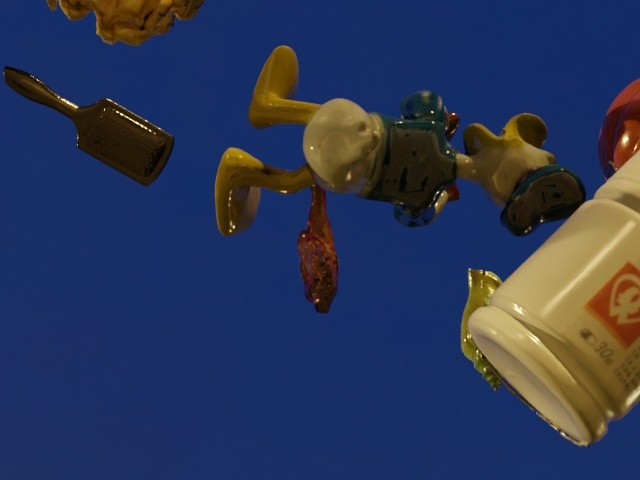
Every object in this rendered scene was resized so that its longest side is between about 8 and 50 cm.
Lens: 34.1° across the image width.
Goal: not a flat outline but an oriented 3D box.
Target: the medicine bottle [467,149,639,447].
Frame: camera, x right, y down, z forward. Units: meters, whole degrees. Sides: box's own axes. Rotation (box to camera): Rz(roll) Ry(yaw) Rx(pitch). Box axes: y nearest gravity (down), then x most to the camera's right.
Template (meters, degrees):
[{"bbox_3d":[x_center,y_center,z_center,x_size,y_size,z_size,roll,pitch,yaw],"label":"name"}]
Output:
[{"bbox_3d":[0.096,0.016,0.334,0.089,0.057,0.057,-44,-62,-8],"label":"medicine bottle"}]

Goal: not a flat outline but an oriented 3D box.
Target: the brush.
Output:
[{"bbox_3d":[-0.248,-0.128,1.100,0.193,0.016,0.063,29,-96,-9],"label":"brush"}]

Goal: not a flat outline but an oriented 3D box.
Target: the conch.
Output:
[{"bbox_3d":[0.273,0.145,1.671,0.095,0.200,0.079,10,-17,-1],"label":"conch"}]

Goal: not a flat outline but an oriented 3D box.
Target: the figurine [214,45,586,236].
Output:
[{"bbox_3d":[0.107,-0.063,1.072,0.338,0.283,0.204,15,-86,26],"label":"figurine"}]

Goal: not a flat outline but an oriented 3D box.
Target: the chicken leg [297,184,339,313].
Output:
[{"bbox_3d":[-0.001,0.004,1.463,0.053,0.205,0.093,-5,-27,-12],"label":"chicken leg"}]

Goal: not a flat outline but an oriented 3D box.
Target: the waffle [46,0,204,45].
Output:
[{"bbox_3d":[-0.198,-0.359,1.115,0.262,0.060,0.280,-31,-64,-19],"label":"waffle"}]

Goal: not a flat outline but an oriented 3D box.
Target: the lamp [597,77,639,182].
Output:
[{"bbox_3d":[0.401,-0.080,1.127,0.196,0.223,0.223,-37,-61,-2],"label":"lamp"}]
